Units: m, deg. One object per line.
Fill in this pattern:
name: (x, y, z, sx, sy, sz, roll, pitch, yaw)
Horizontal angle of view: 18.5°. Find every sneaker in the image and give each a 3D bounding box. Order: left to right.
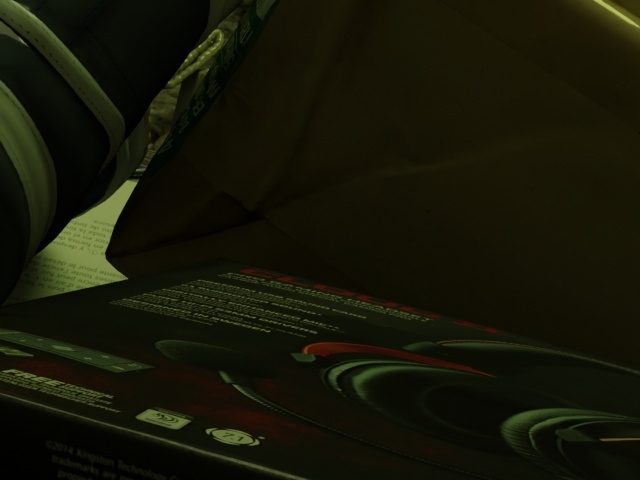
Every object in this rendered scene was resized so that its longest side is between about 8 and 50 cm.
sneaker: (-0.125, -0.030, 0.680, 0.099, 0.153, 0.282, 41, -26, -5)

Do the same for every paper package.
paper package: (0.115, -0.005, 0.761, 0.309, 0.168, 0.325, 33, 15, 3)

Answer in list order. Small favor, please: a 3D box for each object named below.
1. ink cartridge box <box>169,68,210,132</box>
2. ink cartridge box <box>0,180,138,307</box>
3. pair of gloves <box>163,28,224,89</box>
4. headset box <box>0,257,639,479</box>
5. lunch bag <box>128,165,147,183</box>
ink cartridge box: (0.017, -0.042, 1.707, 0.279, 0.160, 0.385, 13, 5, -11)
ink cartridge box: (-0.135, 0.048, 0.788, 0.296, 0.066, 0.261, 13, 28, 1)
pair of gloves: (-0.197, -0.127, 1.815, 0.042, 0.240, 0.204, 52, -4, -11)
headset box: (0.031, 0.086, 0.472, 0.218, 0.110, 0.293, 15, 6, 13)
lunch bag: (-0.223, -0.023, 1.112, 0.243, 0.115, 0.303, 20, 9, 38)
